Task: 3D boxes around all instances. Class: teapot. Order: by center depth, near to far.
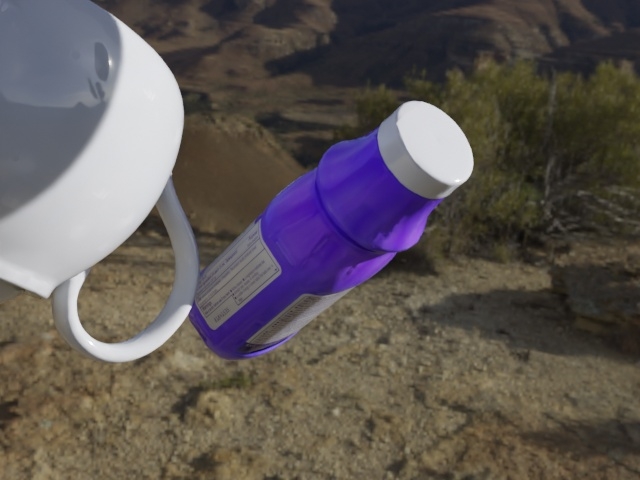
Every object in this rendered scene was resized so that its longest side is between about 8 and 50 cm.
[{"bbox_3d":[-0.208,-0.039,0.460,0.256,0.187,0.252,15,-11,6],"label":"teapot"}]

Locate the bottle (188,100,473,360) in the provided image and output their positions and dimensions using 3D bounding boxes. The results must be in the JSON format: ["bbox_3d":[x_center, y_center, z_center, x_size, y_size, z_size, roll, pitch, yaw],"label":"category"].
[{"bbox_3d":[0.000,0.000,0.627,0.118,0.092,0.283,-27,-10,-44],"label":"bottle"}]
